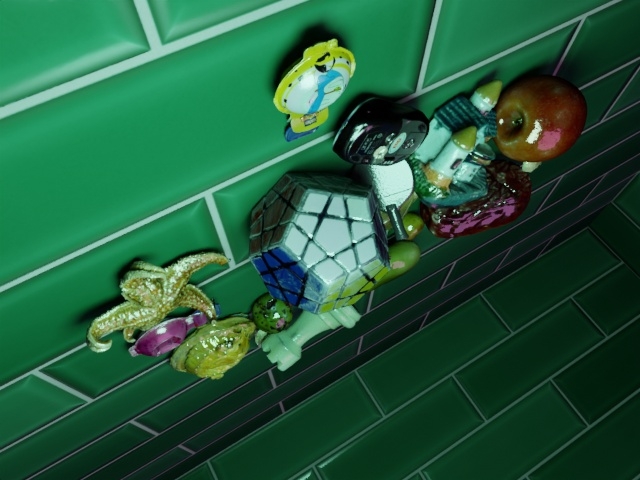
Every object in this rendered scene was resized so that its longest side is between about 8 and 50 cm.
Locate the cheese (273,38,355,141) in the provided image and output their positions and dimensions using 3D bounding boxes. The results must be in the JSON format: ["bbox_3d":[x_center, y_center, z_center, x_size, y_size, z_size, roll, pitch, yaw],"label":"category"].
[{"bbox_3d":[-0.014,-0.247,0.867,0.157,0.064,0.250,-26,166,-17],"label":"cheese"}]

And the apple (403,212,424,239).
[{"bbox_3d":[0.284,-0.045,1.592,0.090,0.074,0.089,-30,157,-14],"label":"apple"}]

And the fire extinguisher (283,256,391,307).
[{"bbox_3d":[0.041,0.088,1.442,0.337,0.147,0.106,-26,167,-15],"label":"fire extinguisher"}]

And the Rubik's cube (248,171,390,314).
[{"bbox_3d":[0.000,0.000,1.088,0.264,0.319,0.319,-51,169,-38],"label":"Rubik's cube"}]

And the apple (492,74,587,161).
[{"bbox_3d":[0.548,-0.306,1.281,0.202,0.218,0.218,-10,147,-30],"label":"apple"}]

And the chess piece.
[{"bbox_3d":[-0.040,0.265,1.579,0.299,0.194,0.194,-42,155,1],"label":"chess piece"}]

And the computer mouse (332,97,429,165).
[{"bbox_3d":[0.119,-0.226,1.035,0.233,0.096,0.137,-4,137,-41],"label":"computer mouse"}]

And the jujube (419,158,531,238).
[{"bbox_3d":[0.471,-0.118,1.553,0.342,0.216,0.216,-21,153,-14],"label":"jujube"}]

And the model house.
[{"bbox_3d":[0.351,-0.243,1.207,0.253,0.184,0.291,-7,139,-39],"label":"model house"}]

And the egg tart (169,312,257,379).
[{"bbox_3d":[-0.300,0.331,1.509,0.291,0.107,0.290,-27,155,-14],"label":"egg tart"}]

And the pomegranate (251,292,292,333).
[{"bbox_3d":[-0.141,0.211,1.501,0.122,0.122,0.161,-39,-175,9],"label":"pomegranate"}]

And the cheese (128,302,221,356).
[{"bbox_3d":[-0.368,0.227,1.287,0.244,0.062,0.155,-27,155,-19],"label":"cheese"}]

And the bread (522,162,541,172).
[{"bbox_3d":[0.671,-0.318,1.514,0.251,0.039,0.181,-40,142,-40],"label":"bread"}]

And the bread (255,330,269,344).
[{"bbox_3d":[-0.153,0.273,1.632,0.154,0.028,0.068,-40,162,-38],"label":"bread"}]

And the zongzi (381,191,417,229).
[{"bbox_3d":[0.224,-0.108,1.384,0.204,0.094,0.205,-6,143,-53],"label":"zongzi"}]

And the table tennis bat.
[{"bbox_3d":[0.160,-0.106,1.197,0.150,0.236,0.027,-18,-158,13],"label":"table tennis bat"}]

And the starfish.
[{"bbox_3d":[-0.348,0.141,1.108,0.312,0.113,0.303,-47,152,20],"label":"starfish"}]

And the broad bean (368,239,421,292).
[{"bbox_3d":[0.189,0.087,1.641,0.291,0.119,0.238,-27,170,-3],"label":"broad bean"}]
